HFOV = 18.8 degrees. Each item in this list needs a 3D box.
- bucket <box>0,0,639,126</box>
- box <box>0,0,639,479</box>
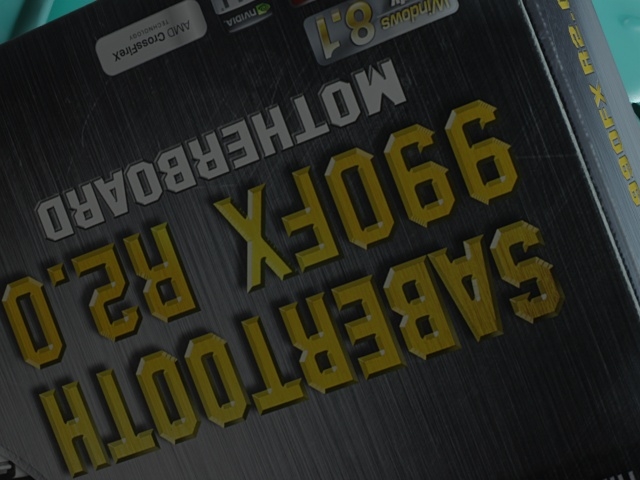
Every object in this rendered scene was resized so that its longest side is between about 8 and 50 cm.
[{"bbox_3d":[0.000,0.000,0.609,0.183,0.281,0.281,33,30,13],"label":"bucket"},{"bbox_3d":[-0.028,0.035,0.451,0.056,0.231,0.183,-23,93,-66],"label":"box"}]
